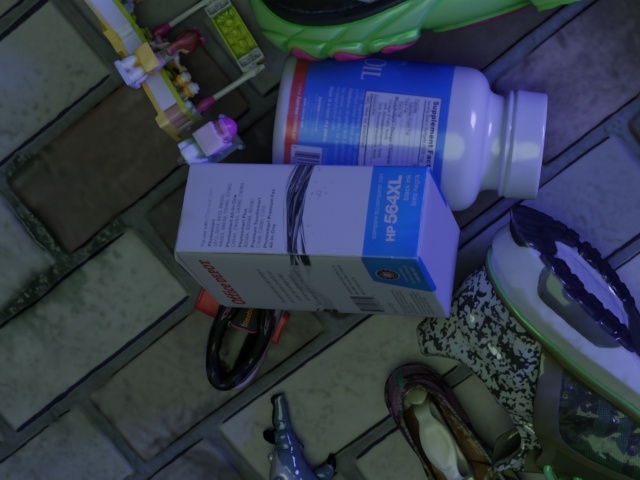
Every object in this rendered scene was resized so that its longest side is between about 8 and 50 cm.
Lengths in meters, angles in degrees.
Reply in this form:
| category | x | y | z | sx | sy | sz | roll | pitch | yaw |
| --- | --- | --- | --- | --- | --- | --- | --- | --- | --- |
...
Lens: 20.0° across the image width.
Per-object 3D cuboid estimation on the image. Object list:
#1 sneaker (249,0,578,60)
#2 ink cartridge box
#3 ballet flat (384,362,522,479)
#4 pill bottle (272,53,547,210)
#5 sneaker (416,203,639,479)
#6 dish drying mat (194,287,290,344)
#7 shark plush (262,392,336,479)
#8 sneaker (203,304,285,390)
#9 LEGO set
| category | x | y | z | sx | sy | sz | roll | pitch | yaw |
| --- | --- | --- | --- | --- | --- | --- | --- | --- | --- |
| sneaker | 0.156 | -0.290 | 1.435 | 0.483 | 0.185 | 0.202 | -17 | 108 | 10 |
| ink cartridge box | 0.000 | 0.000 | 1.494 | 0.203 | 0.148 | 0.085 | 3 | 71 | 15 |
| ballet flat | 0.128 | 0.210 | 1.637 | 0.077 | 0.079 | 0.221 | -32 | 101 | 13 |
| pill bottle | 0.076 | -0.090 | 1.532 | 0.222 | 0.124 | 0.124 | 6 | 107 | 4 |
| sneaker | 0.241 | 0.164 | 1.584 | 0.182 | 0.158 | 0.410 | -37 | 98 | 24 |
| dish drying mat | -0.071 | 0.064 | 1.654 | 0.083 | 0.008 | 0.032 | 24 | 104 | 0 |
| shark plush | -0.013 | 0.220 | 1.686 | 0.067 | 0.073 | 0.161 | -21 | 82 | -8 |
| sneaker | -0.056 | 0.056 | 1.607 | 0.072 | 0.077 | 0.178 | 15 | 98 | 0 |
| LEGO set | -0.139 | -0.199 | 1.531 | 0.107 | 0.132 | 0.287 | -33 | 94 | 5 |
